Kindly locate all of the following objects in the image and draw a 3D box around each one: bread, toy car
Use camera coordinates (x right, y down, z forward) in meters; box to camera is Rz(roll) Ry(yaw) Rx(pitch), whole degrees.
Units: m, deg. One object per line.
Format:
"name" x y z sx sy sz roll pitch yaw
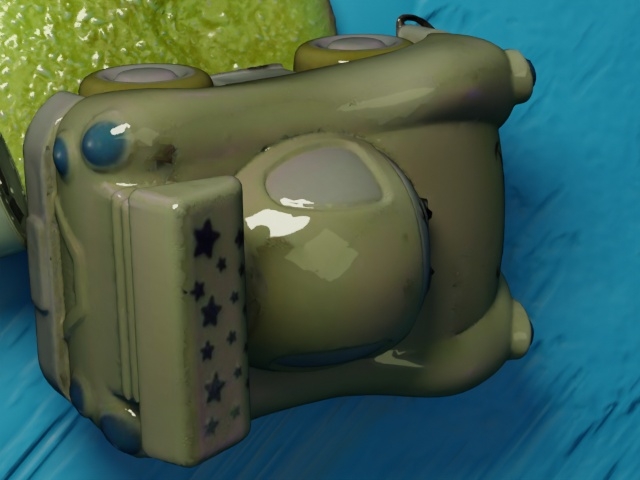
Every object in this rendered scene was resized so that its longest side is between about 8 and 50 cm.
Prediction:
"bread" -0.129 -0.118 1.221 0.301 0.045 0.301 0 90 -16
"toy car" 0.000 0.000 1.130 0.336 0.226 0.242 -10 108 -28

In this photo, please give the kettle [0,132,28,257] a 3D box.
"kettle" -0.271 -0.026 1.124 0.148 0.098 0.127 -19 135 1
